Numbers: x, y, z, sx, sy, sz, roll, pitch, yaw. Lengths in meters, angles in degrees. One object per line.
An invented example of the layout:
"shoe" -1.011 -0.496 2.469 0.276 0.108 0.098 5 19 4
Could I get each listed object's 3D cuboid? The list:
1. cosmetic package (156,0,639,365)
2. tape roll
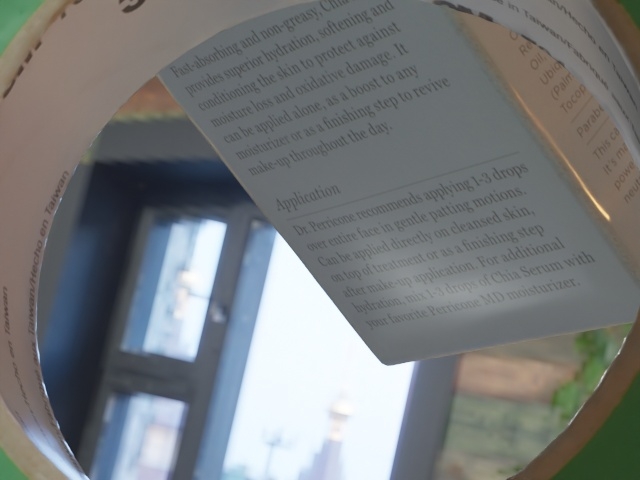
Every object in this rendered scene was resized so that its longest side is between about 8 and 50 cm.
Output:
"cosmetic package" 0.012 -0.161 0.928 0.230 0.161 0.453 -15 -61 51
"tape roll" 0.000 0.000 0.595 0.321 0.321 0.077 10 -18 16
